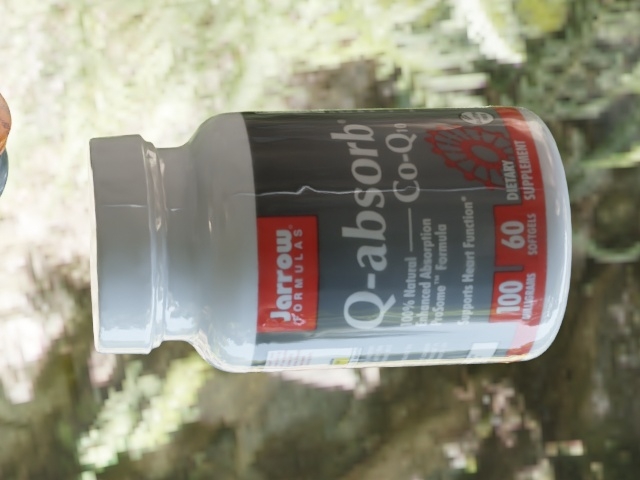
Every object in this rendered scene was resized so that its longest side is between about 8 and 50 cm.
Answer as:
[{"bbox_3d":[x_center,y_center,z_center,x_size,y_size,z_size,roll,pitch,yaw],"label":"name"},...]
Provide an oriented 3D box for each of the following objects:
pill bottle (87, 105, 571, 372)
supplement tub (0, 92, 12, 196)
[{"bbox_3d":[0.000,0.000,1.434,0.363,0.210,0.210,-2,-158,-10],"label":"pill bottle"},{"bbox_3d":[-0.494,-0.043,2.101,0.207,0.338,0.207,20,-142,-17],"label":"supplement tub"}]
